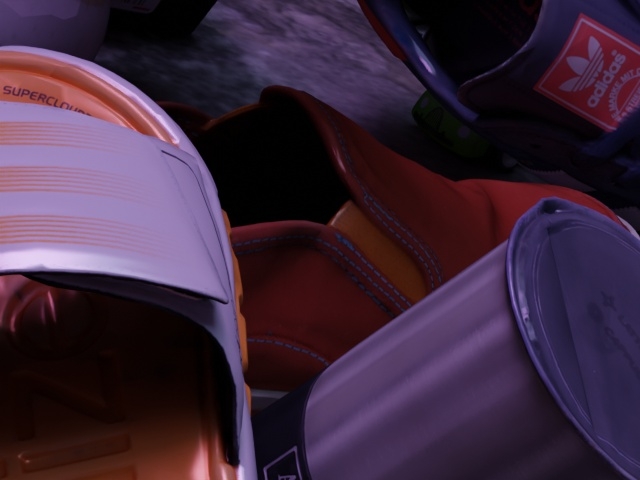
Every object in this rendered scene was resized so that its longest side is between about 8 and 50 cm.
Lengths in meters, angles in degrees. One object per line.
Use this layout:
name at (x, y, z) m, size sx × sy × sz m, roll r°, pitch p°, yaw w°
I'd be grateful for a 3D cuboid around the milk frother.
milk frother at (0.059, 0.068, 0.460) m, size 0.129 × 0.134 × 0.143 m, roll 55°, pitch 35°, yaw 3°

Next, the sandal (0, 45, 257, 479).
sandal at (-0.060, 0.037, 0.400) m, size 0.102 × 0.076 × 0.265 m, roll -16°, pitch 56°, yaw -5°

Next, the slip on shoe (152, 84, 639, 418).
slip on shoe at (0.000, 0.000, 0.598) m, size 0.331 × 0.101 × 0.123 m, roll 1°, pitch 29°, yaw -36°

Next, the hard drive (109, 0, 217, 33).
hard drive at (-0.188, -0.271, 0.876) m, size 0.237 × 0.064 × 0.339 m, roll 7°, pitch 52°, yaw -35°

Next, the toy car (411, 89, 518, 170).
toy car at (0.148, -0.074, 0.900) m, size 0.225 × 0.053 × 0.239 m, roll -3°, pitch 33°, yaw -39°

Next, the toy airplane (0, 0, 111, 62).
toy airplane at (-0.121, -0.178, 0.553) m, size 0.384 × 0.272 × 0.386 m, roll 0°, pitch -2°, yaw -22°

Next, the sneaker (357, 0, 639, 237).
sneaker at (0.145, -0.053, 0.717) m, size 0.350 × 0.131 × 0.148 m, roll 33°, pitch 9°, yaw 23°
